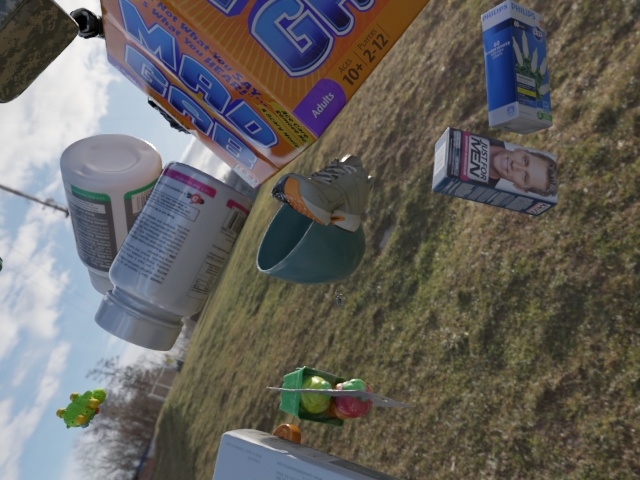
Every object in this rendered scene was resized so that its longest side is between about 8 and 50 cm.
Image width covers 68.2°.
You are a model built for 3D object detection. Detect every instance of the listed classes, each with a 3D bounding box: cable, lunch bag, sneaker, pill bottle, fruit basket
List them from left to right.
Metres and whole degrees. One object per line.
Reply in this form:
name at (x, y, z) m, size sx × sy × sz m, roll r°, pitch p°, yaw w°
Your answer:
lunch bag at (-0.772, -0.520, 1.099) m, size 0.305 × 0.256 × 0.212 m, roll -46°, pitch 1°, yaw 2°
sneaker at (-0.672, -0.668, 1.487) m, size 0.163 × 0.226 × 0.086 m, roll -135°, pitch 48°, yaw -67°
pill bottle at (-0.468, -0.044, 1.103) m, size 0.204 × 0.204 × 0.361 m, roll -78°, pitch 2°, yaw -50°
cable at (-0.502, -0.411, 1.607) m, size 0.047 × 0.184 × 0.150 m, roll -51°, pitch -14°, yaw -14°
pill bottle at (-0.245, 0.026, 0.788) m, size 0.283 × 0.160 × 0.160 m, roll -64°, pitch 7°, yaw -6°
sneaker at (0.014, -0.091, 0.760) m, size 0.121 × 0.099 × 0.262 m, roll -63°, pitch -20°, yaw 7°
fruit basket at (0.064, 0.475, 1.464) m, size 0.352 × 0.327 × 0.166 m, roll -20°, pitch 55°, yaw 35°

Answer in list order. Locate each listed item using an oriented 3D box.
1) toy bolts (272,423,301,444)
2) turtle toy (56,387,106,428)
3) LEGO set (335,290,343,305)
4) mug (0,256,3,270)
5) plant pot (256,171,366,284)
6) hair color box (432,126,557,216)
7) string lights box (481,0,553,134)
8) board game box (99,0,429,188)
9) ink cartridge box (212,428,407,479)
toy bolts at (-0.044, 0.618, 1.236) m, size 0.228 × 0.158 × 0.218 m, roll -7°, pitch 52°, yaw 47°
turtle toy at (-0.636, 0.453, 1.280) m, size 0.130 × 0.095 × 0.066 m, roll -59°, pitch -32°, yaw -42°
LEGO set at (0.070, 0.236, 1.901) m, size 0.083 × 0.023 × 0.054 m, roll -148°, pitch 56°, yaw -68°
mug at (-1.083, 0.073, 1.521) m, size 0.097 × 0.158 × 0.129 m, roll -40°, pitch -1°, yaw -32°
plant pot at (0.000, 0.000, 1.203) m, size 0.290 × 0.195 × 0.290 m, roll -44°, pitch 25°, yaw 27°
hair color box at (0.517, -0.202, 1.406) m, size 0.105 × 0.346 × 0.174 m, roll 120°, pitch 161°, yaw -67°
string lights box at (0.438, -0.380, 1.057) m, size 0.076 × 0.133 × 0.260 m, roll -9°, pitch 82°, yaw 56°
board game box at (-0.095, -0.361, 0.788) m, size 0.356 × 0.356 × 0.356 m, roll -53°, pitch 14°, yaw -17°
ink cartridge box at (-0.038, 0.482, 0.618) m, size 0.308 × 0.091 × 0.385 m, roll 0°, pitch 75°, yaw 37°
